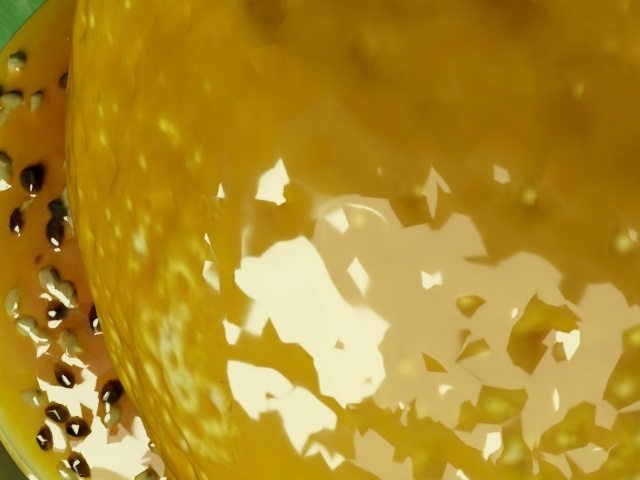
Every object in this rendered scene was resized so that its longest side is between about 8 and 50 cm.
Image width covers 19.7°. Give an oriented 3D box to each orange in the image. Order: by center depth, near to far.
[{"bbox_3d":[0.104,-0.013,0.474,0.341,0.341,0.293,28,124,39],"label":"orange"}]

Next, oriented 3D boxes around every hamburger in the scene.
[{"bbox_3d":[0.000,0.000,0.733,0.300,0.300,0.176,48,170,6],"label":"hamburger"}]

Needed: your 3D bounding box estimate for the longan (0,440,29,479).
[{"bbox_3d":[-0.168,0.169,1.324,0.212,0.198,0.198,50,154,3],"label":"longan"}]
